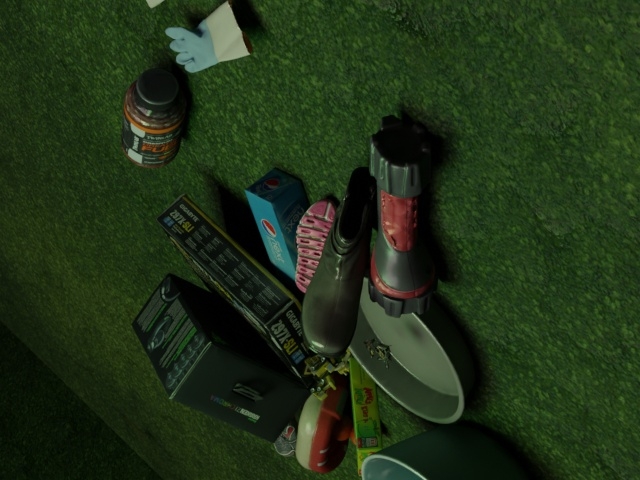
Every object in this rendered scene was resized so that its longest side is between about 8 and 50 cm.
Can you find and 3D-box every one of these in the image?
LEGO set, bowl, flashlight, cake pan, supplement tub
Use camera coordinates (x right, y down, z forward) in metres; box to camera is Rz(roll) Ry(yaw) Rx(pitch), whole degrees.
[{"bbox_3d":[0.095,0.171,1.933,0.083,0.023,0.054,38,153,57],"label":"LEGO set"},{"bbox_3d":[0.231,0.418,1.993,0.311,0.163,0.311,40,154,24],"label":"bowl"},{"bbox_3d":[0.112,-0.021,1.668,0.103,0.103,0.304,18,144,16],"label":"flashlight"},{"bbox_3d":[0.131,0.157,1.936,0.293,0.054,0.293,40,153,24],"label":"cake pan"},{"bbox_3d":[-0.281,-0.209,2.082,0.106,0.106,0.198,46,156,11],"label":"supplement tub"}]

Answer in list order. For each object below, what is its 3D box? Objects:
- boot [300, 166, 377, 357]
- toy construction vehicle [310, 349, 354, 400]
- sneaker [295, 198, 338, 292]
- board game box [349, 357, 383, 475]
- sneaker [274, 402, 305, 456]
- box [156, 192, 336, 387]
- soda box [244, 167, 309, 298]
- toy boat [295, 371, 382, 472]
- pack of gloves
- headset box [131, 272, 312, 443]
[{"bbox_3d":[0.028,0.027,1.734,0.083,0.246,0.161,12,153,2],"label":"boot"},{"bbox_3d":[0.023,0.234,2.161,0.035,0.098,0.086,45,170,33],"label":"toy construction vehicle"},{"bbox_3d":[0.000,0.000,1.937,0.063,0.075,0.170,16,123,12],"label":"sneaker"},{"bbox_3d":[0.078,0.300,2.110,0.092,0.043,0.181,87,179,-52],"label":"board game box"},{"bbox_3d":[-0.090,0.355,2.528,0.121,0.112,0.299,37,153,29],"label":"sneaker"},{"bbox_3d":[-0.129,0.090,2.167,0.322,0.079,0.257,41,167,33],"label":"box"},{"bbox_3d":[-0.050,-0.009,2.002,0.071,0.067,0.210,27,147,43],"label":"soda box"},{"bbox_3d":[0.041,0.348,2.294,0.151,0.151,0.231,16,148,6],"label":"toy boat"},{"bbox_3d":[-0.179,-0.352,1.807,0.232,0.046,0.195,-3,110,58],"label":"pack of gloves"},{"bbox_3d":[-0.180,0.218,2.252,0.246,0.131,0.283,30,-169,-33],"label":"headset box"}]
